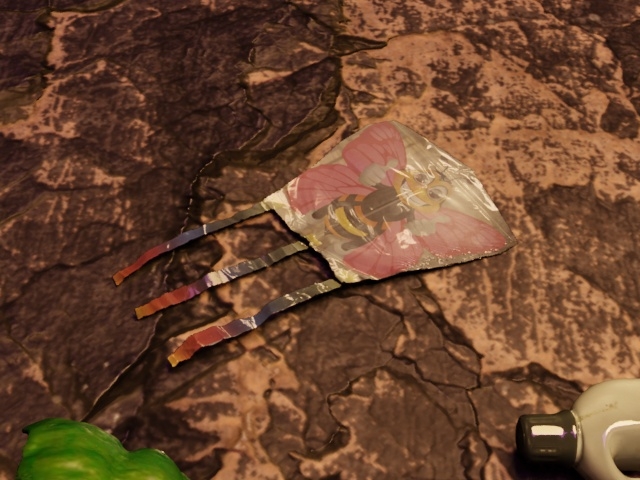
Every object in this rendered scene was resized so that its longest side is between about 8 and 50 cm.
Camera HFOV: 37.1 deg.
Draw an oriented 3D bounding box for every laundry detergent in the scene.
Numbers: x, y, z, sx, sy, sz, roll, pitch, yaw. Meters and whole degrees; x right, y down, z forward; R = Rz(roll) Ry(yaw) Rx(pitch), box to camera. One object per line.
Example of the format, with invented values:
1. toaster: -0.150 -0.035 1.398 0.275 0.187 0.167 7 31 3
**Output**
1. laundry detergent: 0.261 0.149 0.719 0.226 0.070 0.099 1 55 -3

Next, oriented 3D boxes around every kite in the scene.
1. kite: 0.000 -0.002 0.870 0.360 0.022 0.204 -27 55 -23

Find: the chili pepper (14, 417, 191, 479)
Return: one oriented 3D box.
1. chili pepper: -0.145 0.282 0.512 0.167 0.213 0.385 18 45 -4
